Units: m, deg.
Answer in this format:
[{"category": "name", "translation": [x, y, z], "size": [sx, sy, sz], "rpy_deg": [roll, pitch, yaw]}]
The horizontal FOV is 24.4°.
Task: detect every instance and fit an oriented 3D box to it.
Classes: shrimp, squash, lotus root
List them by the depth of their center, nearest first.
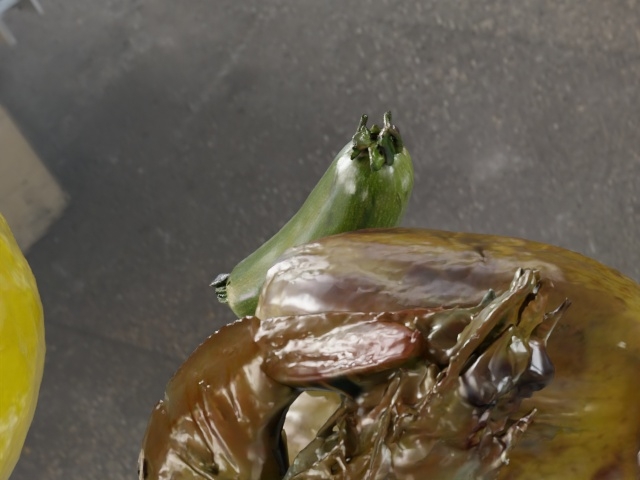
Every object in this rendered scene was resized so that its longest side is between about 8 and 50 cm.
[{"category": "shrimp", "translation": [0.005, 0.086, 0.615], "size": [0.061, 0.267, 0.145], "rpy_deg": [-15, 67, -45]}, {"category": "lotus root", "translation": [0.080, 0.092, 0.836], "size": [0.290, 0.193, 0.193], "rpy_deg": [5, 55, 33]}, {"category": "squash", "translation": [0.001, 0.003, 1.116], "size": [0.071, 0.318, 0.080], "rpy_deg": [-8, 70, -31]}]

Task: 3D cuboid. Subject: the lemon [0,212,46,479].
[{"category": "lemon", "translation": [-0.287, 0.059, 0.723], "size": [0.297, 0.297, 0.297], "rpy_deg": [-13, 48, 15]}]
